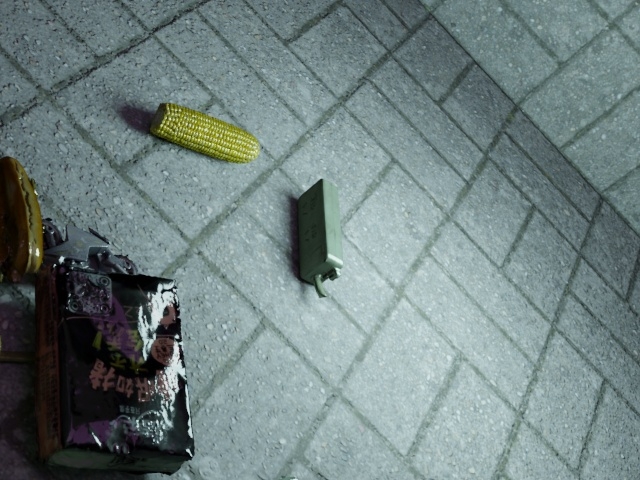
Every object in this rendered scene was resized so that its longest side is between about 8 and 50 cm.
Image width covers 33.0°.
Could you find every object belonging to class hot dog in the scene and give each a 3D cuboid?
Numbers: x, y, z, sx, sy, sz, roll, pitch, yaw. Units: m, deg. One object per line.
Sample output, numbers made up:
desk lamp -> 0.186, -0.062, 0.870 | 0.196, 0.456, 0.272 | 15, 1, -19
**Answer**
hot dog -> -0.509, -0.037, 1.768 | 0.072, 0.109, 0.269 | 70, 2, -52

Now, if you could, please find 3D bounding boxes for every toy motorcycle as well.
toy motorcycle -> -0.402, 0.040, 1.829 | 0.215, 0.080, 0.122 | 27, 39, -28

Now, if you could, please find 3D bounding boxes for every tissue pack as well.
tissue pack -> -0.333, 0.204, 1.705 | 0.245, 0.123, 0.332 | 12, 53, -34

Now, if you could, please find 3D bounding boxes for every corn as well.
corn -> -0.238, -0.220, 2.241 | 0.249, 0.081, 0.081 | 17, 46, -36

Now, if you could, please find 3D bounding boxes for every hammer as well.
hammer -> -0.427, 0.185, 1.726 | 0.199, 0.013, 0.062 | 10, 51, -43

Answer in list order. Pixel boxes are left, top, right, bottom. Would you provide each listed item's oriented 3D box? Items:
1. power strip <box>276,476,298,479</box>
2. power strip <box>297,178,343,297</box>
power strip -> -0.122, 0.472, 1.680 | 0.224, 0.139, 0.140 | -4, 62, -49
power strip -> 0.000, 0.000, 2.284 | 0.053, 0.093, 0.288 | 29, 39, -31
